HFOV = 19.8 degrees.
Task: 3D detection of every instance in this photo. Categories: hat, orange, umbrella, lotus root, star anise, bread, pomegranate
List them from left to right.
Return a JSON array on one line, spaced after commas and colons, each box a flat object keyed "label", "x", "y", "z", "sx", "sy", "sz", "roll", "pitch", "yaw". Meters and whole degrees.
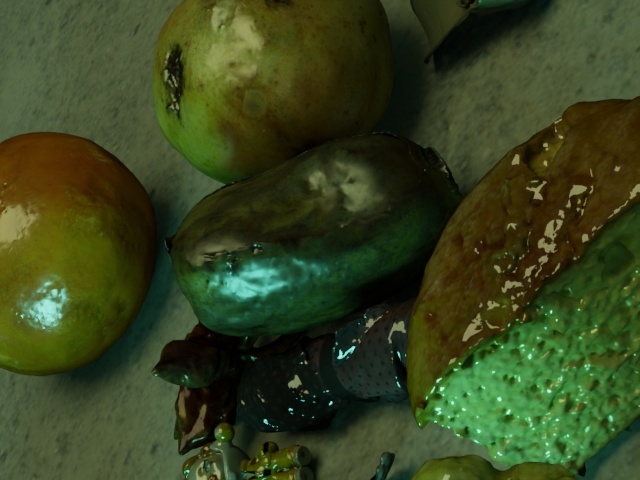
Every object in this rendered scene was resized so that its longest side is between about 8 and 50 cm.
[{"label": "orange", "x": -0.318, "y": 0.014, "z": 2.091, "sx": 0.284, "sy": 0.226, "sz": 0.284, "roll": -28, "pitch": 51, "yaw": 42}, {"label": "star anise", "x": -0.103, "y": 0.117, "z": 1.821, "sx": 0.196, "sy": 0.111, "sz": 0.212, "roll": -48, "pitch": -6, "yaw": -47}, {"label": "pomegranate", "x": -0.047, "y": -0.172, "z": 1.870, "sx": 0.260, "sy": 0.260, "sz": 0.260, "roll": -33, "pitch": 42, "yaw": 35}, {"label": "lotus root", "x": 0.000, "y": 0.000, "z": 1.695, "sx": 0.274, "sy": 0.152, "sz": 0.160, "roll": -22, "pitch": 31, "yaw": 6}, {"label": "umbrella", "x": 0.043, "y": 0.110, "z": 1.662, "sx": 0.326, "sy": 0.094, "sz": 0.090, "roll": -24, "pitch": 3, "yaw": 44}, {"label": "hat", "x": 0.154, "y": -0.253, "z": 1.822, "sx": 0.175, "sy": 0.085, "sz": 0.147, "roll": 125, "pitch": 143, "yaw": -52}, {"label": "bread", "x": 0.213, "y": 0.014, "z": 1.423, "sx": 0.340, "sy": 0.194, "sz": 0.179, "roll": -45, "pitch": 30, "yaw": 19}]

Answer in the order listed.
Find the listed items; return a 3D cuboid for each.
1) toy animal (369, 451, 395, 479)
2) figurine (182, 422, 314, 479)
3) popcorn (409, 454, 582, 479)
[{"label": "toy animal", "x": -0.056, "y": 0.317, "z": 1.606, "sx": 0.197, "sy": 0.272, "sz": 0.160, "roll": 104, "pitch": 154, "yaw": -59}, {"label": "figurine", "x": -0.072, "y": 0.222, "z": 1.748, "sx": 0.143, "sy": 0.068, "sz": 0.101, "roll": -41, "pitch": 63, "yaw": 25}, {"label": "popcorn", "x": 0.144, "y": 0.267, "z": 1.246, "sx": 0.225, "sy": 0.276, "sz": 0.276, "roll": 9, "pitch": 72, "yaw": 48}]
